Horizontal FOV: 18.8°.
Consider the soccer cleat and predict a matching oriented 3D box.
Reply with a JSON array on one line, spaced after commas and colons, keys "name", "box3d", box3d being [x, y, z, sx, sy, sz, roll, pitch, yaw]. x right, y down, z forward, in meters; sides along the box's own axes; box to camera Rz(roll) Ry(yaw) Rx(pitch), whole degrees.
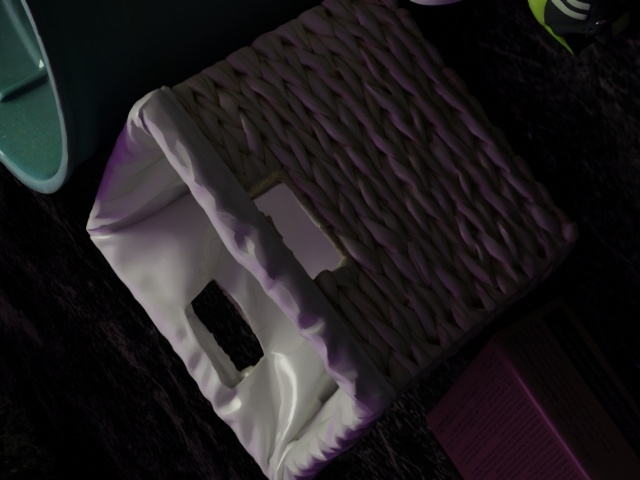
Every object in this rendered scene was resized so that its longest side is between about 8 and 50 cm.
[{"name": "soccer cleat", "box3d": [0.203, -0.185, 1.389, 0.072, 0.060, 0.179, 52, 164, 1]}]

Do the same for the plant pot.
[{"name": "plant pot", "box3d": [-0.171, -0.263, 1.740, 0.341, 0.334, 0.341, 48, 153, 34]}]

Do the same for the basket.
[{"name": "basket", "box3d": [0.000, 0.000, 1.720, 0.328, 0.266, 0.331, 53, 156, 6]}]

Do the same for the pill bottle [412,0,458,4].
[{"name": "pill bottle", "box3d": [0.084, -0.269, 1.502, 0.087, 0.087, 0.160, 34, 145, 50]}]

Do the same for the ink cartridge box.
[{"name": "ink cartridge box", "box3d": [0.206, 0.185, 1.751, 0.193, 0.088, 0.235, 56, 156, 13]}]
